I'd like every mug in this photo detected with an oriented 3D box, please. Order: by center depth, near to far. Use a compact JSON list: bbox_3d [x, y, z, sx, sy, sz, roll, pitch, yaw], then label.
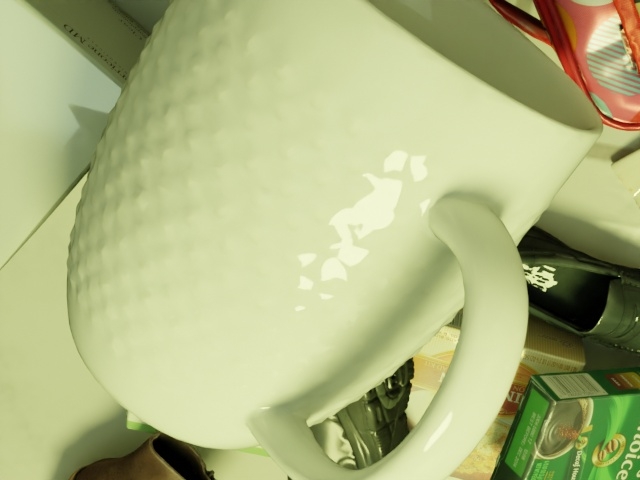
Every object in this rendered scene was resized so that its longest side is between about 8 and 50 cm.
[{"bbox_3d":[0.000,0.000,0.793,0.276,0.374,0.328,17,118,-40],"label":"mug"}]

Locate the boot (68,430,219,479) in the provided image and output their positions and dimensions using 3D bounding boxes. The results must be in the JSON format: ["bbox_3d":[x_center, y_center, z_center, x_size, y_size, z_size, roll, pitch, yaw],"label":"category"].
[{"bbox_3d":[-0.136,0.304,1.136,0.207,0.090,0.248,-32,98,41],"label":"boot"}]

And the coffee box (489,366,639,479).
[{"bbox_3d":[0.237,0.161,1.010,0.184,0.040,0.113,1,119,-31],"label":"coffee box"}]

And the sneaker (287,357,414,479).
[{"bbox_3d":[0.019,0.183,1.017,0.130,0.109,0.286,-3,100,31],"label":"sneaker"}]

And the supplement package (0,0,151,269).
[{"bbox_3d":[-0.282,-0.139,0.944,0.262,0.145,0.204,40,110,-11],"label":"supplement package"}]

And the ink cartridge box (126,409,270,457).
[{"bbox_3d":[-0.074,0.074,1.065,0.171,0.056,0.235,11,114,4],"label":"ink cartridge box"}]

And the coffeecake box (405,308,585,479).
[{"bbox_3d":[0.132,0.149,1.058,0.142,0.068,0.185,15,116,2],"label":"coffeecake box"}]

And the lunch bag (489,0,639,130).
[{"bbox_3d":[0.230,-0.233,0.847,0.258,0.120,0.293,-19,110,21],"label":"lunch bag"}]

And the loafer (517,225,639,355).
[{"bbox_3d":[0.230,0.054,0.993,0.223,0.078,0.076,24,116,-2],"label":"loafer"}]

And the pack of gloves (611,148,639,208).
[{"bbox_3d":[0.382,-0.047,0.952,0.232,0.046,0.195,-31,106,31],"label":"pack of gloves"}]
